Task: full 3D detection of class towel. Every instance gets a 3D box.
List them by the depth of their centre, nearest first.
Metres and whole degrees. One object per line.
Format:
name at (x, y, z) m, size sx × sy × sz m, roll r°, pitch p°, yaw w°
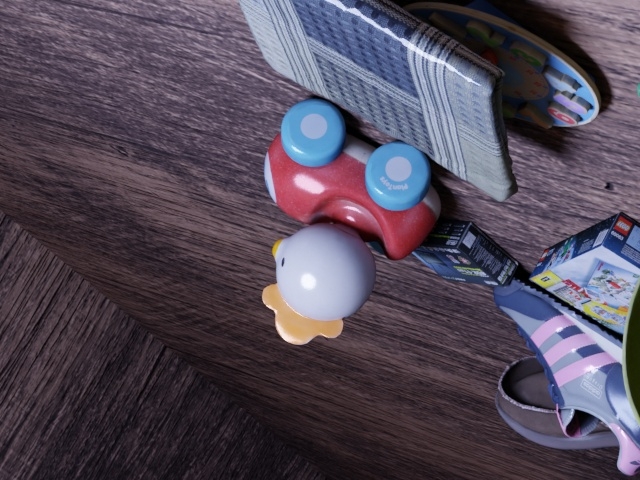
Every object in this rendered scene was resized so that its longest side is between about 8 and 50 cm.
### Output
towel at (0.051, -0.172, 1.785) m, size 0.312 × 0.056 × 0.324 m, roll 31°, pitch 170°, yaw 15°

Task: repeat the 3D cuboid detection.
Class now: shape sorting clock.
shape sorting clock at (0.158, -0.157, 1.746) m, size 0.206 × 0.040 × 0.206 m, roll 28°, pitch 165°, yaw 8°

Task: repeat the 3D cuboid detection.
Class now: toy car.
toy car at (0.000, 0.000, 2.175) m, size 0.210 × 0.238 × 0.219 m, roll 28°, pitch 165°, yaw 8°

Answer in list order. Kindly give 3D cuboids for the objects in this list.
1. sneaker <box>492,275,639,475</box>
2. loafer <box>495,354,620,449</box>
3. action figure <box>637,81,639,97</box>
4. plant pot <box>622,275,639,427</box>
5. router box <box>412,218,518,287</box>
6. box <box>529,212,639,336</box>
sneaker at (0.292, 0.152, 2.235) m, size 0.112 × 0.131 × 0.319 m, roll 27°, pitch -173°, yaw -43°
loafer at (0.364, 0.175, 2.343) m, size 0.366 × 0.134 × 0.130 m, roll 2°, pitch 127°, yaw 42°
action figure at (0.354, -0.077, 1.537) m, size 0.232 × 0.137 × 0.063 m, roll 32°, pitch 180°, yaw 25°
plant pot at (0.468, 0.113, 1.699) m, size 0.293 × 0.275 × 0.275 m, roll 22°, pitch 172°, yaw -36°
router box at (0.164, 0.014, 2.302) m, size 0.092 × 0.038 × 0.122 m, roll 38°, pitch 163°, yaw -30°
box at (0.338, 0.048, 2.075) m, size 0.159 × 0.044 × 0.233 m, roll 31°, pitch 165°, yaw -6°
